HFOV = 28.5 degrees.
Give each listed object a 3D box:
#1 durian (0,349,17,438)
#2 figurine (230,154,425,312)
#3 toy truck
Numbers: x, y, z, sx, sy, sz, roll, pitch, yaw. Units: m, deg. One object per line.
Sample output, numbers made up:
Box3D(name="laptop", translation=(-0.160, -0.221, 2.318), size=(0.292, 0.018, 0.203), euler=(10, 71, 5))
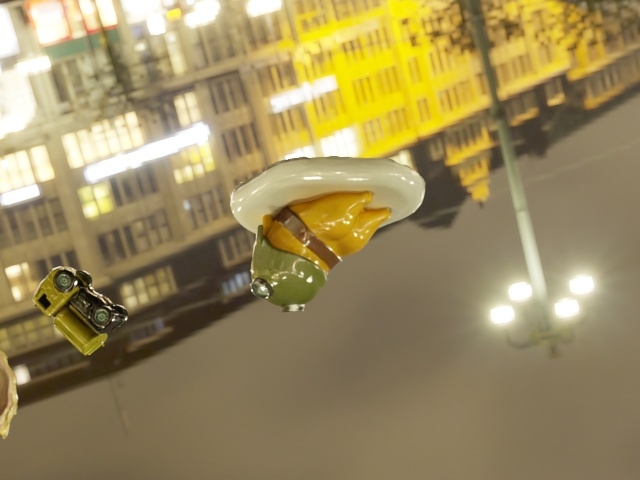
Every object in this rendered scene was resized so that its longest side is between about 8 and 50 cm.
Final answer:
Box3D(name="durian", translation=(-0.584, 0.206, 1.879), size=(0.195, 0.305, 0.185), euler=(-38, 166, 29))
Box3D(name="figurine", translation=(0.000, 0.000, 1.493), size=(0.250, 0.166, 0.141), euler=(-16, -129, 33))
Box3D(name="toy truck", translation=(-0.233, 0.064, 1.208), size=(0.054, 0.083, 0.049), euler=(-48, 170, 5))
